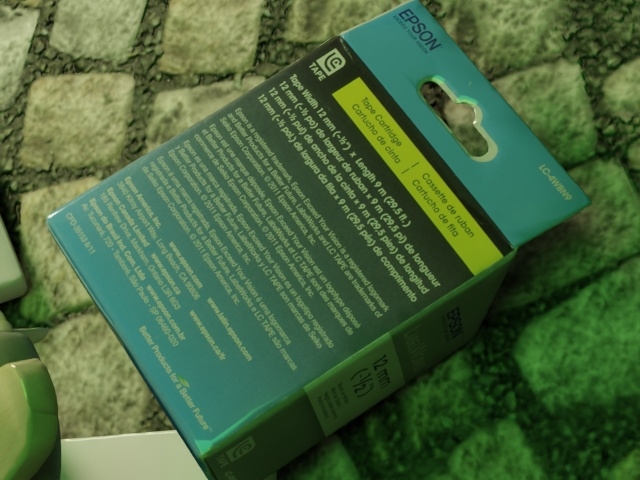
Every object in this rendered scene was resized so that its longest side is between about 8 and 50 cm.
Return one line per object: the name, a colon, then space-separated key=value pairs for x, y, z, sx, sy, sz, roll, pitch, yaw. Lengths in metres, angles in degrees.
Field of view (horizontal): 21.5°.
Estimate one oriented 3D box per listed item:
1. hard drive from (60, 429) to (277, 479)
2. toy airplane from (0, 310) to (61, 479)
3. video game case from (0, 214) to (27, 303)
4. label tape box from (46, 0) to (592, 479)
hard drive: x=-0.147 y=0.328 z=1.313 sx=0.233 sy=0.047 sz=0.353 roll=-7 pitch=71 yaw=22
toy airplane: x=-0.313 y=0.206 z=1.285 sx=0.386 sy=0.272 sz=0.384 roll=13 pitch=122 yaw=32
video game case: x=-0.463 y=-0.028 z=1.491 sx=0.329 sy=0.036 sz=0.300 roll=-19 pitch=63 yaw=-14
label tape box: x=0.000 y=0.000 z=1.312 sx=0.348 sy=0.115 sz=0.249 roll=-32 pitch=62 yaw=-9
